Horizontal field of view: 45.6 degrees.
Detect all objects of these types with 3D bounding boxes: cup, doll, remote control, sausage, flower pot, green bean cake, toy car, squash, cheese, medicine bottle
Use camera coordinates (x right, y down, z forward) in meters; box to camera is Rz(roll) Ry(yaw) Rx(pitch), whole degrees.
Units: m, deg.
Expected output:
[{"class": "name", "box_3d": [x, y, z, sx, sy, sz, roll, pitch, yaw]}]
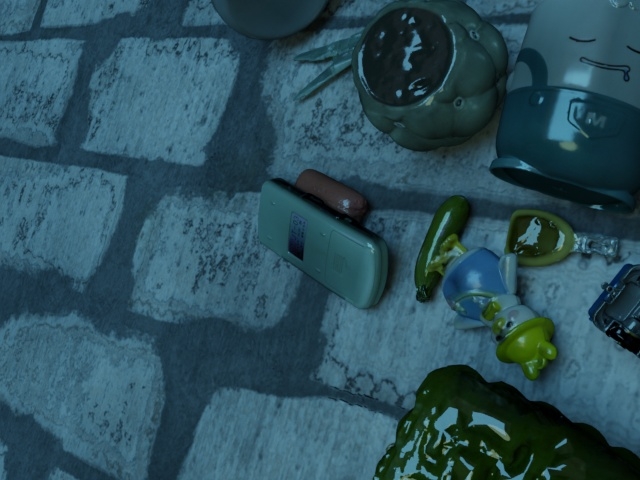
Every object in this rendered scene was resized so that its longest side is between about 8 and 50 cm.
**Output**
[{"class": "cup", "box_3d": [0.395, -0.178, 1.034, 0.290, 0.219, 0.257, 18, 86, 6]}, {"class": "doll", "box_3d": [0.254, 0.094, 1.104, 0.135, 0.099, 0.241, -38, 54, 5]}, {"class": "remote control", "box_3d": [0.000, 0.000, 1.315, 0.296, 0.056, 0.140, 31, 128, 38]}, {"class": "sausage", "box_3d": [0.018, -0.078, 1.351, 0.154, 0.062, 0.062, 30, 94, 38]}, {"class": "flower pot", "box_3d": [0.174, -0.262, 1.203, 0.246, 0.195, 0.246, -5, 81, 32]}, {"class": "green bean cake", "box_3d": [0.208, 0.350, 0.933, 0.319, 0.218, 0.335, 22, 83, 19]}, {"class": "toy car", "box_3d": [0.431, 0.109, 0.961, 0.191, 0.100, 0.097, 36, 99, 4]}, {"class": "squash", "box_3d": [0.187, 0.012, 1.210, 0.052, 0.052, 0.183, 23, 92, 38]}, {"class": "cheese", "box_3d": [0.349, 0.002, 1.102, 0.162, 0.036, 0.086, 9, 82, 38]}, {"class": "medicine bottle", "box_3d": [-0.126, -0.570, 1.501, 0.245, 0.245, 0.306, -41, 49, 19]}]

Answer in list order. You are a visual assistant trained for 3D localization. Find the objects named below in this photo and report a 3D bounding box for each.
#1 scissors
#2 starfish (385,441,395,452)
[{"class": "scissors", "box_3d": [0.100, -0.368, 1.407, 0.383, 0.029, 0.256, -21, 66, 28]}, {"class": "starfish", "box_3d": [0.167, 0.308, 1.127, 0.130, 0.041, 0.133, 17, 75, 43]}]
